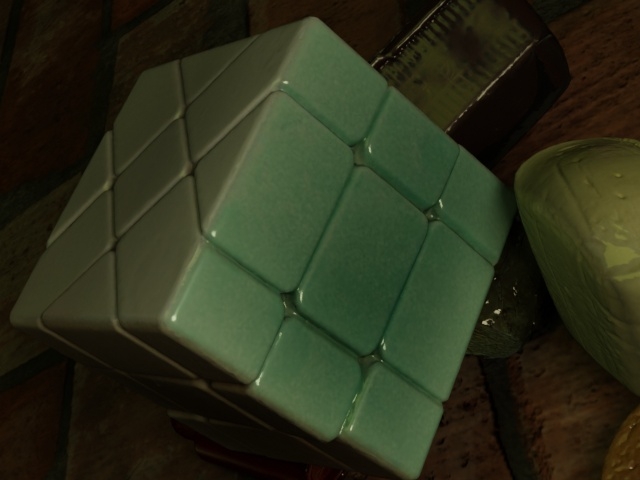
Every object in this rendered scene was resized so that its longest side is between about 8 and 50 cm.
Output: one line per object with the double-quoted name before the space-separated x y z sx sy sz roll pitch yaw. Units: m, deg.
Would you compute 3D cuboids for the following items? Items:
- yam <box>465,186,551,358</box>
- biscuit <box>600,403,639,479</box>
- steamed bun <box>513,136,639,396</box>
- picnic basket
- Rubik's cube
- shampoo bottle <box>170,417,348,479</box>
"yam" 0.193 0.037 1.146 0.107 0.107 0.183 11 67 48
"biscuit" 0.335 0.228 0.883 0.202 0.044 0.289 -34 40 14
"steamed bun" 0.284 0.009 0.988 0.154 0.200 0.250 -28 28 -2
"picnic basket" 0.159 -0.159 1.290 0.297 0.222 0.129 -46 60 3
"Rubik's cube" -0.052 0.020 1.087 0.319 0.316 0.322 -4 57 51
"shampoo bottle" -0.074 0.221 1.272 0.260 0.064 0.102 4 61 46
